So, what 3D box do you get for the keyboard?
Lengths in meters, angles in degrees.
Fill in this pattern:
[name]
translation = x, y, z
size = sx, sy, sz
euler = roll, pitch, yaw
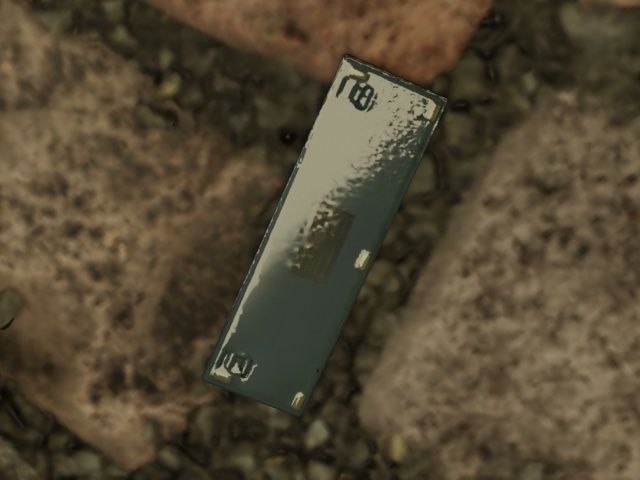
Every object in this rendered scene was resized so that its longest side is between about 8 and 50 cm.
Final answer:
[keyboard]
translation = 0.000, 0.000, 0.555
size = 0.055, 0.014, 0.176
euler = 23, 104, -6
